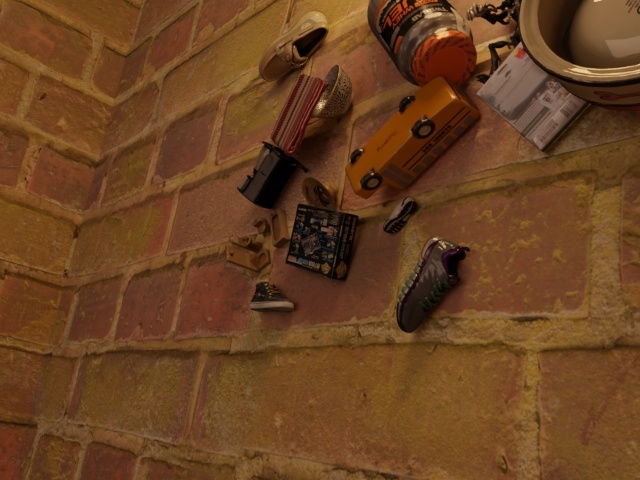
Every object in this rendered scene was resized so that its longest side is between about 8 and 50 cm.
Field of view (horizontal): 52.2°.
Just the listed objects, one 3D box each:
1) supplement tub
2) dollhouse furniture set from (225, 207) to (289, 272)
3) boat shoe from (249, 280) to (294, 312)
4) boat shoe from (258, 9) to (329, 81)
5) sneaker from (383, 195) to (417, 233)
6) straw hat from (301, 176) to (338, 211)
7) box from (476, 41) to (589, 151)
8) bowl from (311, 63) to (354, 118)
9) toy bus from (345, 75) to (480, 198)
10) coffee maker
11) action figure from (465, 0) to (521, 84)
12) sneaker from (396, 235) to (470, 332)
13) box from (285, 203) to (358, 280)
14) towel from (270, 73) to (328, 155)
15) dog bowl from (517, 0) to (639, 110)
[{"bbox_3d":[0.250,-0.509,1.608,0.193,0.193,0.316,-47,42,25],"label":"supplement tub"},{"bbox_3d":[-0.192,-0.015,1.949,0.151,0.123,0.144,-38,46,33],"label":"dollhouse furniture set"},{"bbox_3d":[-0.137,0.156,1.843,0.183,0.065,0.083,-7,68,50],"label":"boat shoe"},{"bbox_3d":[-0.090,-0.622,2.151,0.302,0.109,0.098,-37,45,26],"label":"boat shoe"},{"bbox_3d":[0.192,-0.062,1.587,0.109,0.040,0.044,-47,25,19],"label":"sneaker"},{"bbox_3d":[0.015,-0.132,1.804,0.061,0.144,0.144,-35,28,-26],"label":"straw hat"},{"bbox_3d":[0.436,-0.296,1.336,0.186,0.038,0.145,47,112,19],"label":"box"},{"bbox_3d":[0.045,-0.415,1.886,0.170,0.080,0.170,-54,22,34],"label":"bowl"},{"bbox_3d":[0.211,-0.235,1.567,0.333,0.130,0.108,-45,44,26],"label":"toy bus"},{"bbox_3d":[-0.154,-0.189,1.995,0.178,0.120,0.171,-59,39,11],"label":"coffee maker"},{"bbox_3d":[0.420,-0.487,1.438,0.164,0.141,0.276,-4,72,51],"label":"action figure"},{"bbox_3d":[0.241,0.101,1.406,0.098,0.083,0.224,19,86,48],"label":"sneaker"},{"bbox_3d":[0.000,0.000,1.747,0.220,0.051,0.175,14,93,53],"label":"box"},{"bbox_3d":[-0.073,-0.389,1.991,0.237,0.037,0.329,-63,18,9],"label":"towel"},{"bbox_3d":[0.573,-0.412,1.156,0.408,0.150,0.408,-19,56,30],"label":"dog bowl"}]
